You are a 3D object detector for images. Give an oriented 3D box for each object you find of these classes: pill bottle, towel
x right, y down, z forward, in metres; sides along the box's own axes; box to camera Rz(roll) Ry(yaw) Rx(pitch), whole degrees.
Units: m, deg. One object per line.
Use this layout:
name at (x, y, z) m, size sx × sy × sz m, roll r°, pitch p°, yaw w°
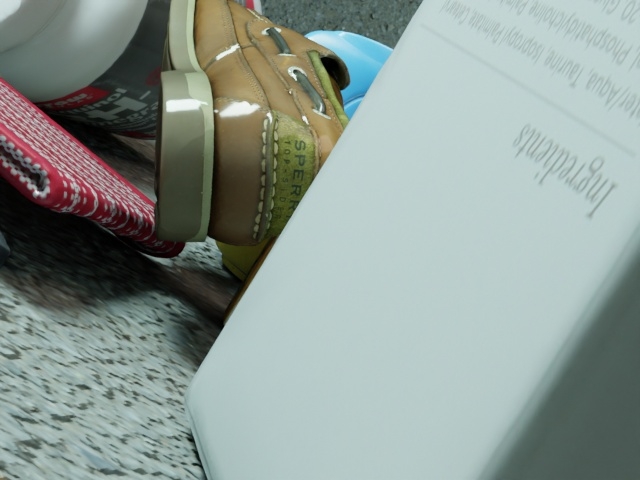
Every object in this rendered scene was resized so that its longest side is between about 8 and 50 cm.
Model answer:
pill bottle at (-0.175, -0.175, 1.389) m, size 0.176 × 0.176 × 0.318 m, roll 34°, pitch 7°, yaw 19°
towel at (-0.173, -0.063, 1.025) m, size 0.199 × 0.031 × 0.275 m, roll 38°, pitch 1°, yaw 10°

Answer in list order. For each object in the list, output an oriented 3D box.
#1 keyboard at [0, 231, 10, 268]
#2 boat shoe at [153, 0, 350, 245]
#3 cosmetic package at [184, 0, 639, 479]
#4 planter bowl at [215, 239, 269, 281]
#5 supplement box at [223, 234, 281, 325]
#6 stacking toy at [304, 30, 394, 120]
keyboard at (-0.246, -0.070, 0.756) m, size 0.317 × 0.033 × 0.201 m, roll 34°, pitch 14°, yaw -35°
boat shoe at (-0.037, -0.064, 1.086) m, size 0.104 × 0.110 × 0.307 m, roll 2°, pitch 22°, yaw -5°
cosmetic package at (0.198, 0.020, 0.703) m, size 0.329 × 0.393 × 0.327 m, roll 30°, pitch 7°, yaw -17°
planter bowl at (0.000, 0.000, 1.271) m, size 0.217 × 0.090 × 0.217 m, roll 31°, pitch 6°, yaw -4°
supplement box at (0.063, 0.071, 1.100) m, size 0.233 × 0.078 × 0.080 m, roll 32°, pitch 6°, yaw -7°
stacking toy at (-0.026, -0.086, 1.683) m, size 0.175 × 0.165 × 0.302 m, roll 24°, pitch -5°, yaw -27°
